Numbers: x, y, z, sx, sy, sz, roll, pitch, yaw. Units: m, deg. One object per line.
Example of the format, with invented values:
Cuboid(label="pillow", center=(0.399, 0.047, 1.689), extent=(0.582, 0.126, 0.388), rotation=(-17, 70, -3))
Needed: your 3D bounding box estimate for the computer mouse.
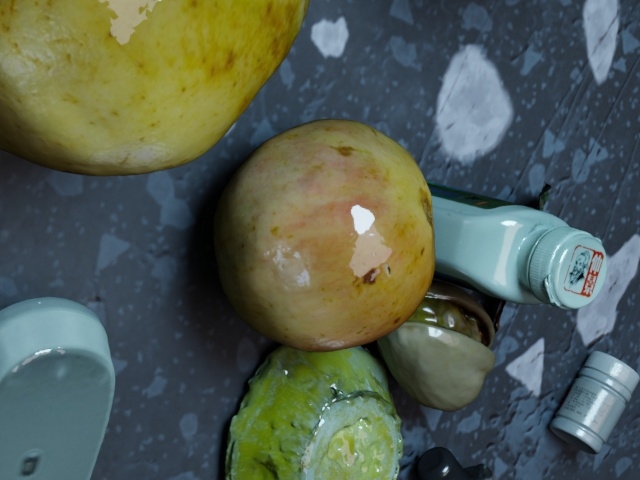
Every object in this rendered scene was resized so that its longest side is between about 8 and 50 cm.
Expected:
Cuboid(label="computer mouse", center=(-0.231, 0.145, 1.282), extent=(0.128, 0.079, 0.231), rotation=(7, 113, -37))

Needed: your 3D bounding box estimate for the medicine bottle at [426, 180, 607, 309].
Cuboid(label="medicine bottle", center=(0.141, 0.004, 1.442), extent=(0.121, 0.229, 0.083), rotation=(11, 95, -40))

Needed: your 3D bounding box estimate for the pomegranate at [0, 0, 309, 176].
Cuboid(label="pomegranate", center=(-0.146, -0.185, 1.140), extent=(0.307, 0.307, 0.307), rotation=(-11, 108, -37))

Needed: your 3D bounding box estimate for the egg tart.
Cuboid(label="egg tart", center=(0.009, 0.181, 1.482), extent=(0.197, 0.078, 0.197), rotation=(-13, 110, -39))

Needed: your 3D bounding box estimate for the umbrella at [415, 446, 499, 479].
Cuboid(label="umbrella", center=(0.190, 0.312, 1.666), extent=(0.073, 0.067, 0.337), rotation=(-26, 127, 17))

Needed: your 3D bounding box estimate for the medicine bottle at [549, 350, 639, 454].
Cuboid(label="medicine bottle", center=(0.278, 0.165, 1.706), extent=(0.058, 0.058, 0.091), rotation=(41, 75, -38))

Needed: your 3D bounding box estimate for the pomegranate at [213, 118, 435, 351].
Cuboid(label="pomegranate", center=(0.002, -0.003, 1.359), extent=(0.191, 0.191, 0.191), rotation=(-11, 108, -37))

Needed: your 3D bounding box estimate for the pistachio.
Cuboid(label="pistachio", center=(0.102, 0.091, 1.508), extent=(0.113, 0.113, 0.149), rotation=(-53, 141, -16))

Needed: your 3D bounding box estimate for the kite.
Cuboid(label="kite", center=(0.188, 0.020, 1.576), extent=(0.189, 0.009, 0.232), rotation=(-63, 170, -45))
